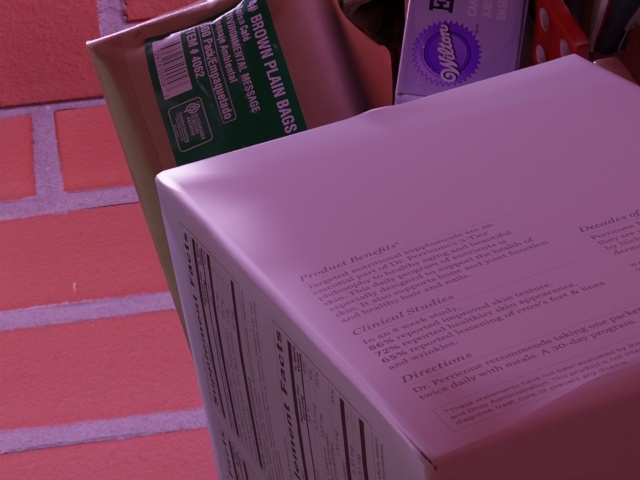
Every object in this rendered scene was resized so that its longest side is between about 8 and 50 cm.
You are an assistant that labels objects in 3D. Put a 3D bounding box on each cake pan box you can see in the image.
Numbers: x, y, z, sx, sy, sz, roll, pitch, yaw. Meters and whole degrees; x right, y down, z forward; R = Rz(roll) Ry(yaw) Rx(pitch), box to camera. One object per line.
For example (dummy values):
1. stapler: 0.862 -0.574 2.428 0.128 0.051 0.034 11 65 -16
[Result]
1. cake pan box: 0.085 -0.155 1.034 0.246 0.070 0.267 78 -161 -77

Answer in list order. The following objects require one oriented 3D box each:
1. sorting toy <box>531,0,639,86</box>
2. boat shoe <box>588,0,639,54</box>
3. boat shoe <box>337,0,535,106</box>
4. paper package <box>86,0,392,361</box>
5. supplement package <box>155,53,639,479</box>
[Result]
1. sorting toy: 0.163 -0.004 0.831 0.274 0.046 0.132 -116 18 -44
2. boat shoe: 0.155 -0.127 0.857 0.137 0.043 0.049 94 -175 -66
3. boat shoe: 0.073 -0.181 1.236 0.122 0.120 0.324 94 167 -64
4. paper package: 0.000 0.000 1.314 0.309 0.168 0.325 31 -142 -72
5. supplement package: 0.084 0.076 0.682 0.262 0.199 0.198 -138 34 -60
